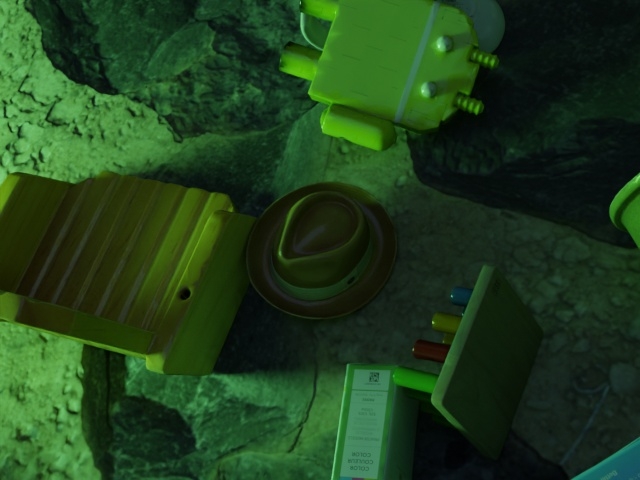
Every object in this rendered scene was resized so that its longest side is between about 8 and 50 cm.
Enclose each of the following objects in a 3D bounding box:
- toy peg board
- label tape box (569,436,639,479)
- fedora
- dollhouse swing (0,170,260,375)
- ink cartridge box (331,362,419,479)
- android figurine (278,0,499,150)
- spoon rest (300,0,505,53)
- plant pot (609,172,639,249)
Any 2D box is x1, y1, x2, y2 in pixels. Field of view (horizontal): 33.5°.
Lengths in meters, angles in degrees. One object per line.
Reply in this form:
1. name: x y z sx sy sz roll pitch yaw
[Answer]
1. toy peg board: 0.157 0.128 1.152 0.079 0.161 0.161 9 65 36
2. label tape box: 0.369 0.352 0.977 0.249 0.115 0.348 -31 63 0
3. fedora: 0.000 0.000 1.300 0.194 0.079 0.194 -1 66 3
4. dollhouse swing: -0.306 -0.004 1.294 0.347 0.305 0.315 11 66 25
5. ink cartridge box: 0.057 0.248 1.142 0.062 0.109 0.209 -2 62 19
6. android figurine: 0.091 -0.239 1.381 0.273 0.056 0.248 20 89 8
7. spoon rest: 0.113 -0.294 1.460 0.276 0.084 0.137 1 63 4
8. plant pot: 0.464 0.035 1.054 0.276 0.276 0.254 -19 68 8
